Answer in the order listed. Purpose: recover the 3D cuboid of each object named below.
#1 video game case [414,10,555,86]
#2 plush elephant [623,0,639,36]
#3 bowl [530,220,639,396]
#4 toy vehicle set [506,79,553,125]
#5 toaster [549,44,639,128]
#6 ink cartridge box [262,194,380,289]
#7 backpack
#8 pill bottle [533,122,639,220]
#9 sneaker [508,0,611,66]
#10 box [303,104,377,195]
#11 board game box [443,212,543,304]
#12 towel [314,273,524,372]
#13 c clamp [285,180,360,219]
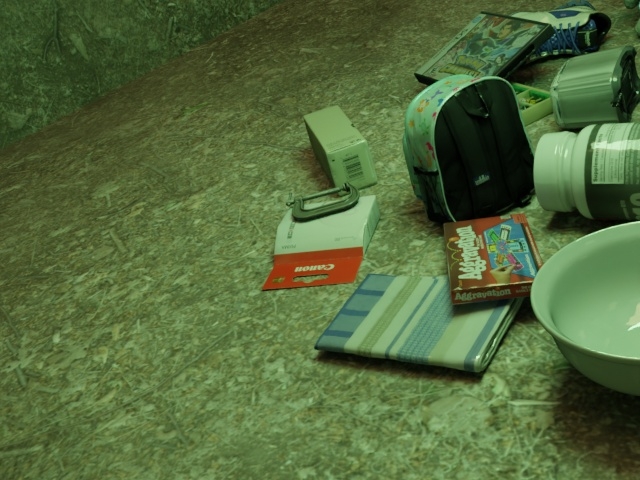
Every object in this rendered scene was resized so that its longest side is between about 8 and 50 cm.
[{"bbox_3d":[0.390,-0.453,2.024,0.248,0.035,0.275,-43,32,-5],"label":"video game case"},{"bbox_3d":[0.870,-0.687,2.109,0.272,0.330,0.255,-21,9,10],"label":"plush elephant"},{"bbox_3d":[0.424,0.105,1.050,0.298,0.134,0.298,-14,28,7],"label":"bowl"},{"bbox_3d":[0.403,-0.315,1.929,0.166,0.035,0.267,-27,29,-16],"label":"toy vehicle set"},{"bbox_3d":[0.571,-0.309,1.726,0.147,0.129,0.227,-3,33,34],"label":"toaster"},{"bbox_3d":[0.000,0.000,1.584,0.189,0.066,0.232,-6,26,22],"label":"ink cartridge box"},{"bbox_3d":[0.264,-0.176,1.527,0.225,0.253,0.191,-29,30,-18],"label":"backpack"},{"bbox_3d":[0.509,-0.112,1.364,0.283,0.161,0.161,2,34,34],"label":"pill bottle"},{"bbox_3d":[0.592,-0.517,2.084,0.316,0.127,0.182,-21,26,-8],"label":"sneaker"},{"bbox_3d":[0.041,-0.208,1.876,0.094,0.113,0.275,-19,29,-3],"label":"box"},{"bbox_3d":[0.276,0.023,1.349,0.145,0.027,0.281,-8,21,9],"label":"board game box"},{"bbox_3d":[0.156,0.121,1.289,0.285,0.034,0.209,2,33,34],"label":"towel"},{"bbox_3d":[0.002,-0.086,1.659,0.161,0.022,0.137,-12,27,13],"label":"c clamp"}]
